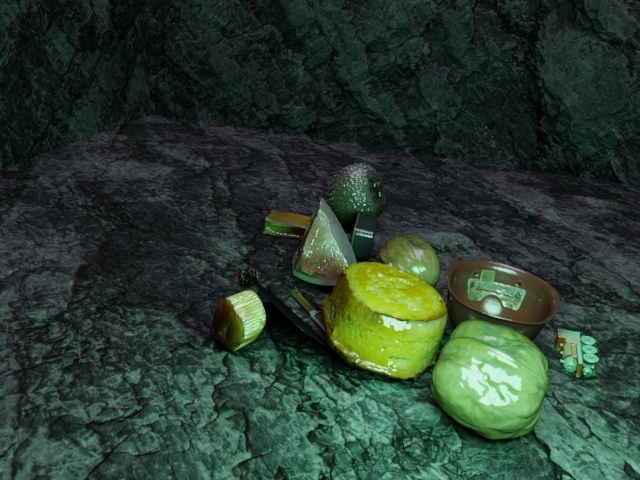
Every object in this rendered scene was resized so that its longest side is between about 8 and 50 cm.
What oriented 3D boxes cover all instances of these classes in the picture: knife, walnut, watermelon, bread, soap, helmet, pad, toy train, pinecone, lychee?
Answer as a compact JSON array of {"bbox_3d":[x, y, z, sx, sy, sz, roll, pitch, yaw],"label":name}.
[{"bbox_3d":[0.001,0.249,1.619,0.061,0.027,0.343,-6,28,-31],"label":"knife"},{"bbox_3d":[0.316,0.093,1.784,0.225,0.225,0.261,-8,30,-26],"label":"walnut"},{"bbox_3d":[-0.014,0.030,1.879,0.222,0.319,0.292,-29,7,9],"label":"watermelon"},{"bbox_3d":[0.195,0.237,1.466,0.398,0.215,0.398,14,24,-6],"label":"bread"},{"bbox_3d":[-0.130,-0.069,2.179,0.233,0.076,0.135,8,25,7],"label":"soap"},{"bbox_3d":[0.538,0.236,1.527,0.337,0.230,0.385,13,27,10],"label":"helmet"},{"bbox_3d":[-0.135,0.220,1.471,0.063,0.315,0.375,-50,45,-6],"label":"pad"},{"bbox_3d":[0.435,0.350,1.249,0.277,0.282,0.253,27,-7,28],"label":"walnut"},{"bbox_3d":[0.801,0.356,1.533,0.118,0.074,0.176,6,29,23],"label":"toy train"},{"bbox_3d":[-0.255,0.132,1.756,0.083,0.077,0.077,-24,30,-1],"label":"pinecone"},{"bbox_3d":[0.172,-0.223,2.301,0.300,0.300,0.300,5,26,-2],"label":"lychee"},{"bbox_3d":[-0.241,0.235,1.414,0.114,0.190,0.132,-22,65,-36],"label":"bread"}]

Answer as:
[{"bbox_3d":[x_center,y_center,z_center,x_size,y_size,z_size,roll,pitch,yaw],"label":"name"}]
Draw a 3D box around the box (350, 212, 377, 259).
[{"bbox_3d":[0.182,-0.016,2.064,0.090,0.144,0.201,12,26,4],"label":"box"}]
